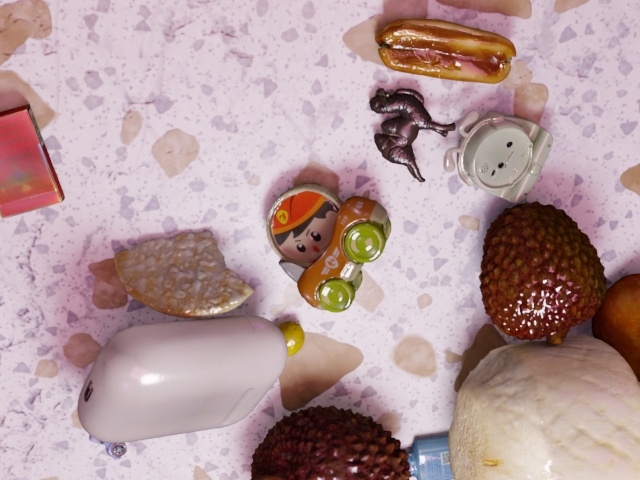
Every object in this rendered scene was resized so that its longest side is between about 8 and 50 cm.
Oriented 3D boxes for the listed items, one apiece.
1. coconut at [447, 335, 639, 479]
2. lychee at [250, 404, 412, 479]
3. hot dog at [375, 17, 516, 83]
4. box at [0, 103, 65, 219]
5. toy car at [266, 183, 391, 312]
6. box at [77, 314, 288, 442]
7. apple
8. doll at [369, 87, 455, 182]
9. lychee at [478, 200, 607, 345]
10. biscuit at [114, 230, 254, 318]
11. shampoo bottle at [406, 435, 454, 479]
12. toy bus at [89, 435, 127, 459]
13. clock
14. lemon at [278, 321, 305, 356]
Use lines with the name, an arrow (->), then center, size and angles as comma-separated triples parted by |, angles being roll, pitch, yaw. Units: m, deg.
coconut -> 0.460, 0.377, 1.761 | 0.415, 0.345, 0.415 | -7, 131, -9
lychee -> 0.014, 0.468, 1.780 | 0.330, 0.306, 0.306 | 10, 112, -40
hot dog -> 0.219, -0.335, 1.608 | 0.249, 0.068, 0.100 | 8, 120, -10
box -> -0.522, -0.135, 1.577 | 0.112, 0.048, 0.175 | -16, 112, -4
toy car -> 0.000, 0.000, 1.684 | 0.235, 0.145, 0.235 | 2, 103, 9
box -> -0.246, 0.248, 1.645 | 0.349, 0.141, 0.289 | -2, 144, -32
apple -> 0.654, 0.176, 1.802 | 0.229, 0.230, 0.230 | -3, 112, -8
doll -> 0.152, -0.201, 1.658 | 0.165, 0.057, 0.139 | 30, 105, -13
lychee -> 0.410, 0.062, 1.715 | 0.235, 0.236, 0.271 | -11, 94, -5
biscuit -> -0.244, 0.058, 1.645 | 0.265, 0.188, 0.040 | 18, 141, 13
shampoo bottle -> 0.260, 0.458, 1.931 | 0.258, 0.061, 0.104 | -8, 109, -6
toy bus -> -0.406, 0.336, 1.771 | 0.076, 0.073, 0.167 | 3, 108, -7
clock -> 0.320, -0.158, 1.679 | 0.191, 0.062, 0.152 | 13, 110, -27
lemon -> -0.064, 0.192, 1.773 | 0.062, 0.062, 0.083 | 32, 107, -19
